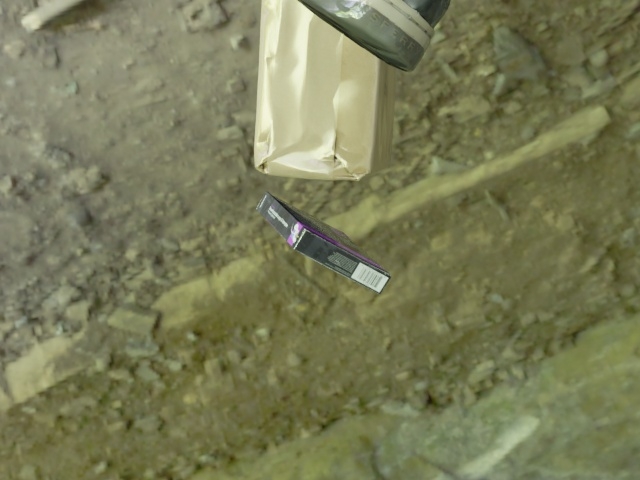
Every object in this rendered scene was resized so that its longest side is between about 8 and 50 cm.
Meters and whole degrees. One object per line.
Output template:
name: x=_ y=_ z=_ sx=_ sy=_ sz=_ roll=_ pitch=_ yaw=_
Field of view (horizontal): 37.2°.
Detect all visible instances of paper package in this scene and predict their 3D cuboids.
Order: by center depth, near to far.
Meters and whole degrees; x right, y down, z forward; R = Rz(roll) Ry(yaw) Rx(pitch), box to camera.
paper package: x=0.019 y=-0.250 z=1.397 sx=0.168 sy=0.309 sz=0.325 roll=4 pitch=-173 yaw=9

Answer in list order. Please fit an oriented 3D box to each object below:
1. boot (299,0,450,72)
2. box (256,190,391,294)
boot: x=0.050 y=-0.329 z=0.786 sx=0.138 sy=0.377 sz=0.284 roll=28 pitch=106 yaw=-36
box: x=0.000 y=0.000 z=1.060 sx=0.116 sy=0.162 sz=0.029 roll=28 pitch=98 yaw=-24
